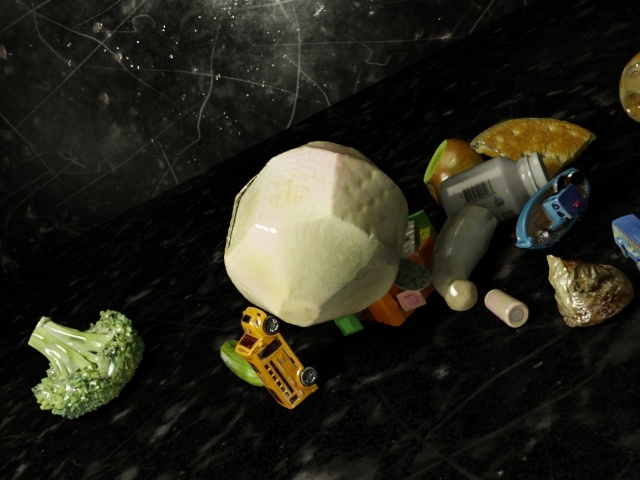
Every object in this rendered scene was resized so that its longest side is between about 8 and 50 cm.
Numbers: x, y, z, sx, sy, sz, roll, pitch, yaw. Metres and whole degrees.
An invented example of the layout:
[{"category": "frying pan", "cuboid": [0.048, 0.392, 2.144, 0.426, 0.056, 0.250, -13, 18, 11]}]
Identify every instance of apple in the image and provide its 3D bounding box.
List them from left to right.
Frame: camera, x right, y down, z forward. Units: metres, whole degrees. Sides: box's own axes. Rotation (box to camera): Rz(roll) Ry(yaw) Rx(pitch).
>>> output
[{"category": "apple", "cuboid": [0.312, -0.149, 1.920, 0.147, 0.163, 0.146, -43, -11, -7]}]

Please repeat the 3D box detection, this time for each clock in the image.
[{"category": "clock", "cuboid": [0.139, 0.080, 1.712, 0.220, 0.106, 0.255, -25, 25, 19]}]

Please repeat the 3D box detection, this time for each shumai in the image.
[{"category": "shumai", "cuboid": [0.428, 0.075, 1.325, 0.123, 0.105, 0.139, -17, 48, 24]}]

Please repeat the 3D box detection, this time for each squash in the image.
[{"category": "squash", "cuboid": [-0.155, 0.256, 1.748, 0.066, 0.066, 0.229, -36, 20, -16]}]

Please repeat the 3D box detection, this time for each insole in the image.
[{"category": "insole", "cuboid": [0.152, 0.057, 1.599, 0.065, 0.006, 0.193, -39, 29, -14]}]

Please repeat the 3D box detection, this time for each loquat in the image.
[{"category": "loquat", "cuboid": [0.742, -0.343, 1.767, 0.227, 0.179, 0.179, -35, 20, -17]}]

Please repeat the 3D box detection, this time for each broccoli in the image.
[{"category": "broccoli", "cuboid": [-0.566, 0.298, 2.010, 0.260, 0.235, 0.288, 5, 12, -3]}]

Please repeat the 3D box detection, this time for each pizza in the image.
[{"category": "pizza", "cuboid": [0.480, -0.192, 1.853, 0.292, 0.058, 0.197, -6, 56, -6]}]

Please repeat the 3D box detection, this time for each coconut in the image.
[{"category": "coconut", "cuboid": [-0.008, 0.007, 1.532, 0.353, 0.352, 0.352, -27, 20, 10]}]

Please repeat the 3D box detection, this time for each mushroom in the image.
[{"category": "mushroom", "cuboid": [0.271, 0.040, 1.629, 0.118, 0.103, 0.270, -23, 30, 37]}]

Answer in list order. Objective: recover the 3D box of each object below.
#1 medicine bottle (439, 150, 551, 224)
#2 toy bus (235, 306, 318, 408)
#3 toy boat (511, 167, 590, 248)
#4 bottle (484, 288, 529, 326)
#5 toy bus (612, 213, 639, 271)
[{"category": "medicine bottle", "cuboid": [0.374, -0.105, 1.762, 0.215, 0.135, 0.135, -22, 21, 21]}, {"category": "toy bus", "cuboid": [-0.091, 0.217, 1.551, 0.088, 0.194, 0.083, -41, 21, -20]}, {"category": "toy boat", "cuboid": [0.449, -0.054, 1.588, 0.223, 0.100, 0.097, -43, 9, -29]}, {"category": "bottle", "cuboid": [0.320, 0.115, 1.437, 0.045, 0.045, 0.096, -32, 17, -4]}, {"category": "toy bus", "cuboid": [0.531, 0.006, 1.376, 0.051, 0.061, 0.153, -23, 18, 6]}]
